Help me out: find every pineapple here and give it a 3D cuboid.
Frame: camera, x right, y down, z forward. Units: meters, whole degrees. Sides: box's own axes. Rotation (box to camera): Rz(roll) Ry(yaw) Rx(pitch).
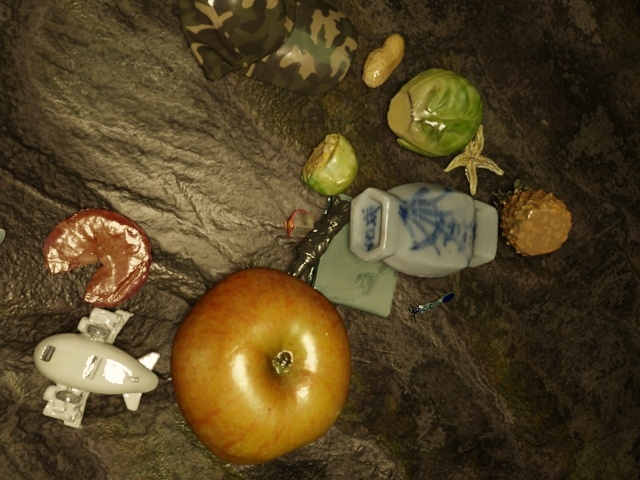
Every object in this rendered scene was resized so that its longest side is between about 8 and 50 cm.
[{"bbox_3d":[0.554,-0.087,1.167,0.169,0.340,0.169,3,115,6],"label":"pineapple"}]

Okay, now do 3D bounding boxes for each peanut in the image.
[{"bbox_3d":[0.170,-0.486,1.135,0.080,0.080,0.175,39,75,-15],"label":"peanut"}]

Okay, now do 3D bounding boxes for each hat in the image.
[{"bbox_3d":[-0.095,-0.528,0.985,0.381,0.257,0.367,13,88,1],"label":"hat"}]

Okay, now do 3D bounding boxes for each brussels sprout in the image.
[{"bbox_3d":[0.302,-0.332,1.117,0.243,0.244,0.244,0,90,-19],"label":"brussels sprout"},{"bbox_3d":[0.037,-0.181,1.056,0.122,0.149,0.152,31,94,-30],"label":"brussels sprout"}]

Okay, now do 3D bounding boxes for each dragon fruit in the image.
[{"bbox_3d":[-0.055,-0.043,1.071,0.083,0.056,0.060,0,67,-33],"label":"dragon fruit"}]

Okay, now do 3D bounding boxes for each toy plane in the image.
[{"bbox_3d":[-0.470,0.268,0.899,0.252,0.118,0.252,5,77,-22],"label":"toy plane"}]

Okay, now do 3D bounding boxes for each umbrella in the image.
[{"bbox_3d":[0.000,0.000,1.035,0.066,0.059,0.236,31,78,20],"label":"umbrella"}]

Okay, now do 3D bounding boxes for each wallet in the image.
[{"bbox_3d":[0.105,0.042,1.127,0.251,0.054,0.291,19,78,-23],"label":"wallet"}]

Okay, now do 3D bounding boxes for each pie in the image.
[{"bbox_3d":[-0.482,0.034,0.926,0.218,0.054,0.204,33,81,-16],"label":"pie"}]

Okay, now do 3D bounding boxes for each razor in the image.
[{"bbox_3d":[0.328,0.181,1.214,0.154,0.028,0.044,-19,96,-17],"label":"razor"}]

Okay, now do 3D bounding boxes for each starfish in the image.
[{"bbox_3d":[0.432,-0.237,1.233,0.175,0.053,0.208,-19,93,-17],"label":"starfish"}]

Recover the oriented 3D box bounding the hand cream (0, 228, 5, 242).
[{"bbox_3d":[-0.734,-0.030,0.848,0.170,0.043,0.065,16,80,-13],"label":"hand cream"}]

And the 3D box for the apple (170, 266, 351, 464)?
[{"bbox_3d":[-0.119,0.264,0.904,0.399,0.333,0.401,-1,94,-19],"label":"apple"}]

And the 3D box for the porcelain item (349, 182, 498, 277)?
[{"bbox_3d":[0.270,-0.027,1.086,0.404,0.178,0.243,3,89,-32],"label":"porcelain item"}]
